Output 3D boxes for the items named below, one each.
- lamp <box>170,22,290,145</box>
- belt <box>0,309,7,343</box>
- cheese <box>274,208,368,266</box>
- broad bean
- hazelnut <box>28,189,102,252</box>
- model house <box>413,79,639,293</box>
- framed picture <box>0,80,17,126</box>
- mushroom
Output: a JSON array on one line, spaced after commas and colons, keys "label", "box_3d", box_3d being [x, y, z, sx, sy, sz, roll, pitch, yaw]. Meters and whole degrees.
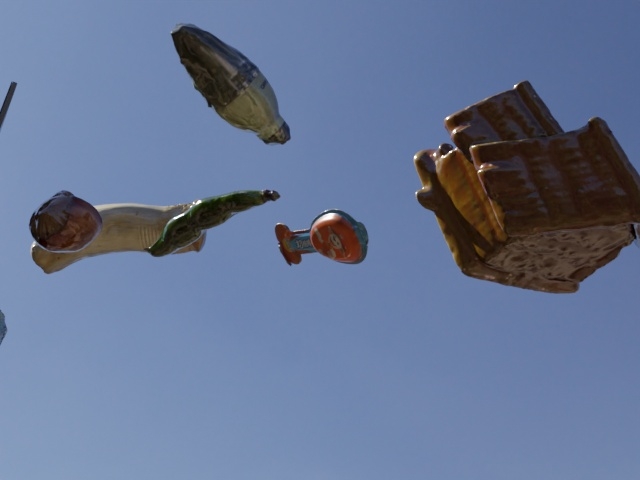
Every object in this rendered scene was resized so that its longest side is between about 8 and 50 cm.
[{"label": "lamp", "box_3d": [-0.139, -0.244, 1.512, 0.101, 0.101, 0.250, -25, -62, 34]}, {"label": "belt", "box_3d": [-0.492, 0.107, 1.235, 0.163, 0.082, 0.147, 19, -38, 0]}, {"label": "cheese", "box_3d": [0.000, 0.000, 1.696, 0.037, 0.106, 0.256, -32, 15, -37]}, {"label": "broad bean", "box_3d": [-0.189, -0.038, 1.572, 0.298, 0.043, 0.060, -25, -63, 35]}, {"label": "hazelnut", "box_3d": [-0.317, -0.020, 1.198, 0.087, 0.086, 0.086, -1, -31, -1]}, {"label": "model house", "box_3d": [0.254, -0.064, 1.085, 0.220, 0.199, 0.229, 1, -26, -33]}, {"label": "framed picture", "box_3d": [-0.459, -0.104, 1.314, 0.010, 0.200, 0.136, 20, -32, -18]}, {"label": "mushroom", "box_3d": [-0.383, -0.012, 1.843, 0.352, 0.095, 0.122, -9, -71, 3]}]
